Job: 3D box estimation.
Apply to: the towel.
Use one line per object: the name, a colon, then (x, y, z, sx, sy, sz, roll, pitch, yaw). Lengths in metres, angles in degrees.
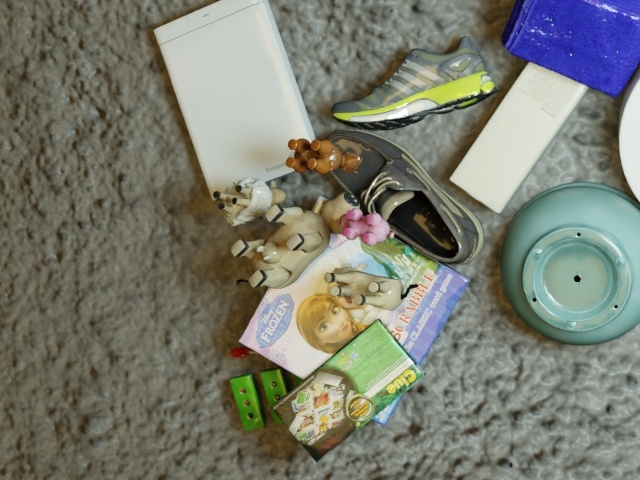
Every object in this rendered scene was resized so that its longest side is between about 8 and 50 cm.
towel: (0.421, -0.381, 1.633, 0.228, 0.076, 0.308, 27, 139, 11)

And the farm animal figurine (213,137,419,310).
farm animal figurine: (0.000, 0.000, 1.836, 0.327, 0.172, 0.330, -26, 73, 28)

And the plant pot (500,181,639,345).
plant pot: (0.443, 0.052, 1.795, 0.293, 0.196, 0.293, 2, 98, 16)

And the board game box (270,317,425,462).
board game box: (0.050, 0.274, 1.915, 0.260, 0.030, 0.136, -39, 86, 9)

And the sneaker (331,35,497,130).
sneaker: (0.161, -0.278, 1.897, 0.300, 0.111, 0.121, -14, 83, 13)

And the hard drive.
hard drive: (-0.159, -0.278, 2.015, 0.233, 0.047, 0.353, -19, 92, 19)

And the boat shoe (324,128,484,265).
boat shoe: (0.143, -0.085, 1.903, 0.355, 0.130, 0.132, 35, 106, 10)

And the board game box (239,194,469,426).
board game box: (0.062, 0.129, 1.952, 0.318, 0.066, 0.318, 29, 96, 5)

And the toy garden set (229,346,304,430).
toy garden set: (-0.060, 0.248, 2.056, 0.244, 0.049, 0.203, -14, 95, 19)

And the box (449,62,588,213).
box: (0.352, -0.190, 1.844, 0.113, 0.094, 0.275, 37, 106, 10)

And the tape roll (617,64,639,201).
tape roll: (0.681, -0.180, 1.697, 0.392, 0.072, 0.392, 5, 115, 11)
